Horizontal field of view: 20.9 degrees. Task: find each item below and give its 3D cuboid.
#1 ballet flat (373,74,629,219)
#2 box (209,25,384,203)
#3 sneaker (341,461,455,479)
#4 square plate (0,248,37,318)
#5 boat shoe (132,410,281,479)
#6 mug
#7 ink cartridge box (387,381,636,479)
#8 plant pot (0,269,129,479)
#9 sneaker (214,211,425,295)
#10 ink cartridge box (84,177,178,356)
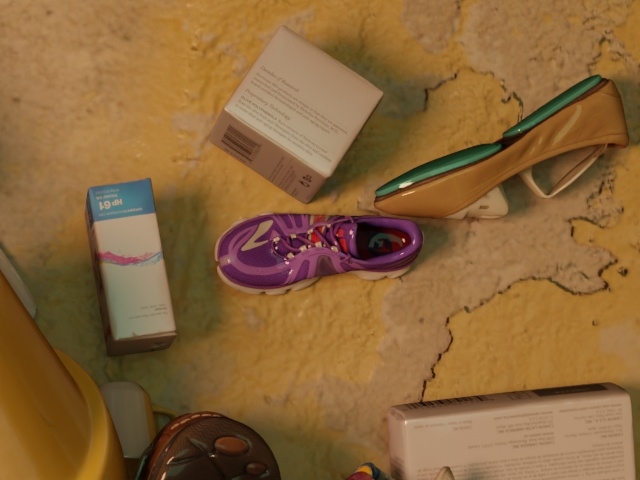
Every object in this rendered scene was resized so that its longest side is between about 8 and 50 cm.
[{"bbox_3d":[0.156,-0.058,1.419,0.232,0.080,0.073,-27,98,-12],"label":"ballet flat"},{"bbox_3d":[-0.021,-0.098,1.383,0.102,0.101,0.087,33,74,-3],"label":"box"},{"bbox_3d":[0.018,0.211,1.317,0.185,0.069,0.084,-5,86,12],"label":"sneaker"},{"bbox_3d":[-0.451,0.005,1.319,0.347,0.049,0.344,-33,84,-14],"label":"square plate"},{"bbox_3d":[-0.103,0.281,1.279,0.122,0.120,0.324,12,94,-21],"label":"boat shoe"},{"bbox_3d":[-0.151,0.145,1.339,0.062,0.078,0.064,-13,68,21],"label":"mug"},{"bbox_3d":[0.155,0.237,1.375,0.189,0.066,0.232,-5,99,-11],"label":"ink cartridge box"},{"bbox_3d":[-0.273,0.122,1.172,0.254,0.239,0.254,-5,42,5],"label":"plant pot"},{"bbox_3d":[0.000,0.000,1.381,0.169,0.071,0.068,-8,79,-10],"label":"sneaker"},{"bbox_3d":[-0.148,0.023,1.342,0.052,0.088,0.123,-10,79,-11],"label":"ink cartridge box"}]
